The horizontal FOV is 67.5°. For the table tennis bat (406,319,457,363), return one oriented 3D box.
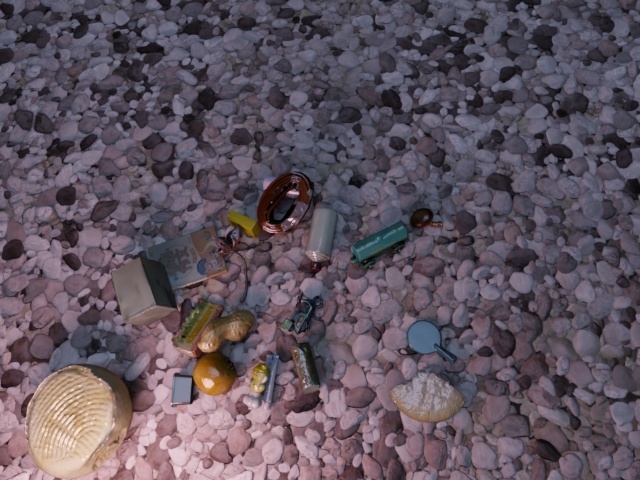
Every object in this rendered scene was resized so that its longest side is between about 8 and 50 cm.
[{"bbox_3d":[0.409,0.377,1.750,0.201,0.033,0.124,37,79,16],"label":"table tennis bat"}]

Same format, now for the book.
[{"bbox_3d":[-0.536,0.078,1.912,0.295,0.020,0.208,-19,72,-3],"label":"book"}]

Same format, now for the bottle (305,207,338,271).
[{"bbox_3d":[0.000,0.000,1.862,0.104,0.104,0.245,9,72,6],"label":"bottle"}]

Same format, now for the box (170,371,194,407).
[{"bbox_3d":[-0.494,0.538,1.722,0.069,0.084,0.122,2,72,-4],"label":"box"}]

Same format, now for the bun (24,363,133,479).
[{"bbox_3d":[-0.810,0.612,1.651,0.364,0.202,0.364,-3,73,9],"label":"bun"}]

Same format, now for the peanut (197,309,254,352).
[{"bbox_3d":[-0.345,0.326,1.751,0.229,0.098,0.103,-21,51,-28],"label":"peanut"}]

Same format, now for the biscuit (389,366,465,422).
[{"bbox_3d":[0.378,0.543,1.692,0.265,0.040,0.188,1,74,4],"label":"biscuit"}]

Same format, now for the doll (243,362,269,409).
[{"bbox_3d":[-0.227,0.521,1.706,0.062,0.106,0.162,20,78,-26],"label":"doll"}]

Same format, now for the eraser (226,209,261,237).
[{"bbox_3d":[-0.305,-0.066,1.906,0.122,0.097,0.045,26,74,13],"label":"eraser"}]

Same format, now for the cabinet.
[{"bbox_3d":[-0.665,0.193,1.799,0.150,0.145,0.206,-28,71,8],"label":"cabinet"}]

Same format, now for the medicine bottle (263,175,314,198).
[{"bbox_3d":[-0.130,-0.216,1.953,0.203,0.083,0.083,13,72,6],"label":"medicine bottle"}]

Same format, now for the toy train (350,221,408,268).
[{"bbox_3d":[0.224,0.016,1.818,0.248,0.159,0.101,-28,67,-5],"label":"toy train"}]

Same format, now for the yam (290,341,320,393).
[{"bbox_3d":[-0.055,0.457,1.725,0.078,0.078,0.179,-16,70,-2],"label":"yam"}]

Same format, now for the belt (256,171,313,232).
[{"bbox_3d":[-0.136,-0.147,1.870,0.184,0.105,0.261,43,103,-2],"label":"belt"}]

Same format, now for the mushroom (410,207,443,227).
[{"bbox_3d":[0.421,-0.087,1.886,0.129,0.073,0.088,8,42,3],"label":"mushroom"}]

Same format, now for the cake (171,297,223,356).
[{"bbox_3d":[-0.462,0.333,1.811,0.109,0.090,0.225,19,55,12],"label":"cake"}]

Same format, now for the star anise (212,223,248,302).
[{"bbox_3d":[-0.322,0.085,1.840,0.227,0.148,0.218,43,104,15],"label":"star anise"}]

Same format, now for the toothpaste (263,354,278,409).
[{"bbox_3d":[-0.185,0.513,1.739,0.048,0.031,0.190,0,68,13],"label":"toothpaste"}]

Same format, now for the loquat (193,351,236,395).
[{"bbox_3d":[-0.375,0.473,1.706,0.163,0.137,0.163,-8,64,16],"label":"loquat"}]

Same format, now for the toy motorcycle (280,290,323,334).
[{"bbox_3d":[-0.066,0.273,1.799,0.100,0.058,0.173,28,77,18],"label":"toy motorcycle"}]
